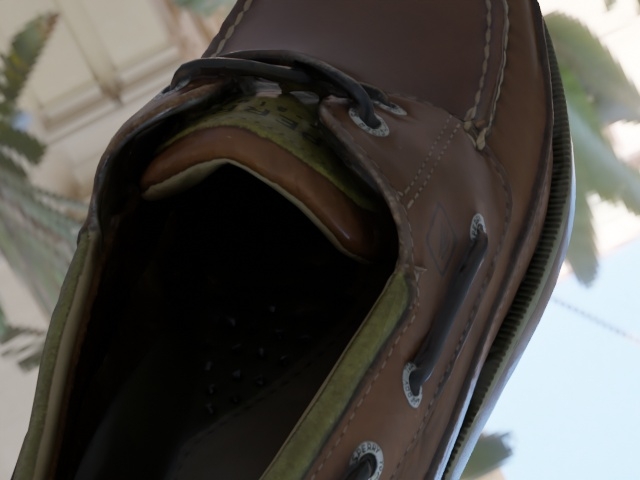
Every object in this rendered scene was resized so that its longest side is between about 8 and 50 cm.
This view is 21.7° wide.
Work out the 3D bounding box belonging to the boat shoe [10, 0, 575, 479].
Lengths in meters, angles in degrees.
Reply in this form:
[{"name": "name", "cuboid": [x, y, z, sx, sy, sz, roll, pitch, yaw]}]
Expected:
[{"name": "boat shoe", "cuboid": [0.000, 0.000, 0.426, 0.110, 0.104, 0.307, 1, -126, 16]}]
